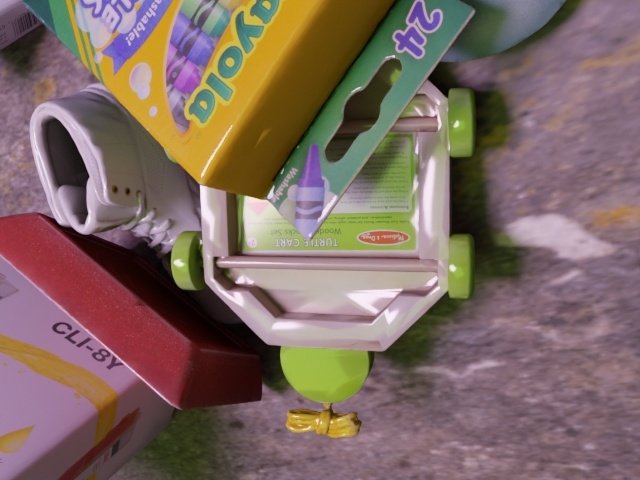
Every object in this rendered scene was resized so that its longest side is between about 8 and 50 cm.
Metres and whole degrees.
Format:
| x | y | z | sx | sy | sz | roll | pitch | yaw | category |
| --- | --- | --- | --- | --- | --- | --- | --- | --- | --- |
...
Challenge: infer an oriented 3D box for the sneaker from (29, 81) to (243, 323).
| x | y | z | sx | sy | sz | roll | pitch | yaw | category |
| --- | --- | --- | --- | --- | --- | --- | --- | --- | --- |
| -0.174 | -0.015 | 0.683 | 0.108 | 0.169 | 0.293 | -22 | 103 | 31 | sneaker |

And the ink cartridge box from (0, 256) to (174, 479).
| x | y | z | sx | sy | sz | roll | pitch | yaw | category |
| --- | --- | --- | --- | --- | --- | --- | --- | --- | --- |
| -0.366 | 0.174 | 0.738 | 0.279 | 0.384 | 0.160 | 28 | 119 | 14 | ink cartridge box |

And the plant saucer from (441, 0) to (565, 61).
| x | y | z | sx | sy | sz | roll | pitch | yaw | category |
| --- | --- | --- | --- | --- | --- | --- | --- | --- | --- |
| 0.097 | -0.230 | 0.497 | 0.194 | 0.037 | 0.195 | 4 | 101 | 19 | plant saucer |

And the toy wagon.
| x | y | z | sx | sy | sz | roll | pitch | yaw | category |
| --- | --- | --- | --- | --- | --- | --- | --- | --- | --- |
| 0.000 | 0.000 | 0.607 | 0.267 | 0.068 | 0.345 | 1 | 100 | 15 | toy wagon |

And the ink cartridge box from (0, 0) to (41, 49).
| x | y | z | sx | sy | sz | roll | pitch | yaw | category |
| --- | --- | --- | --- | --- | --- | --- | --- | --- | --- |
| -0.473 | -0.318 | 0.697 | 0.371 | 0.176 | 0.069 | 45 | 157 | 2 | ink cartridge box |

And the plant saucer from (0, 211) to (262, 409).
| x | y | z | sx | sy | sz | roll | pitch | yaw | category |
| --- | --- | --- | --- | --- | --- | --- | --- | --- | --- |
| -0.176 | 0.067 | 0.695 | 0.259 | 0.258 | 0.048 | 35 | 87 | 15 | plant saucer |

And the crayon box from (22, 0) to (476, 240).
| x | y | z | sx | sy | sz | roll | pitch | yaw | category |
| --- | --- | --- | --- | --- | --- | --- | --- | --- | --- |
| -0.075 | -0.178 | 0.519 | 0.323 | 0.083 | 0.203 | 43 | 106 | 26 | crayon box |
